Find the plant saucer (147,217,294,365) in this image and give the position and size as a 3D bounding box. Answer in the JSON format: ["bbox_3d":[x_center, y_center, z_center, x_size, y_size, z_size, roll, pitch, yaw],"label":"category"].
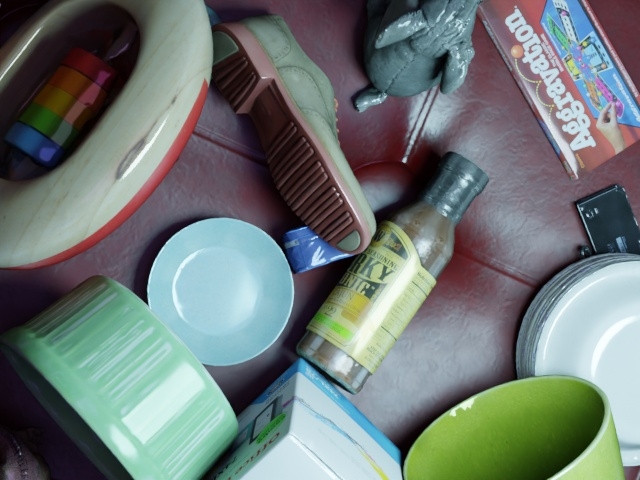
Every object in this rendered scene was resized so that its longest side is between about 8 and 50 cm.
[{"bbox_3d":[-0.133,0.067,1.972,0.195,0.037,0.195,0,90,-12],"label":"plant saucer"}]

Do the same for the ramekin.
[{"bbox_3d":[-0.239,0.186,1.822,0.148,0.303,0.303,-42,99,-17],"label":"ramekin"}]

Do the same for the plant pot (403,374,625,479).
[{"bbox_3d":[0.289,0.370,1.917,0.275,0.275,0.293,-29,110,-11],"label":"plant pot"}]

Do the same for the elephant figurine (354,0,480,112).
[{"bbox_3d":[0.142,-0.275,1.929,0.169,0.239,0.186,-8,92,-13],"label":"elephant figurine"}]

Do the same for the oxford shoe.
[{"bbox_3d":[-0.009,-0.149,1.938,0.130,0.123,0.348,-27,86,-37],"label":"oxford shoe"}]

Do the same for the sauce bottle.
[{"bbox_3d":[0.101,0.037,1.990,0.111,0.111,0.344,36,81,-10],"label":"sauce bottle"}]

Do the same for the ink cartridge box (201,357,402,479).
[{"bbox_3d":[-0.030,0.315,1.851,0.198,0.270,0.197,-44,99,11],"label":"ink cartridge box"}]

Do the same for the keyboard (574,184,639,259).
[{"bbox_3d":[0.409,0.023,2.102,0.108,0.023,0.180,-24,95,-17],"label":"keyboard"}]

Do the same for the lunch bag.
[{"bbox_3d":[0.000,0.000,1.985,0.098,0.067,0.065,-18,90,-13],"label":"lunch bag"}]

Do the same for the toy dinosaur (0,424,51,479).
[{"bbox_3d":[-0.367,0.331,1.836,0.127,0.200,0.296,-16,93,-12],"label":"toy dinosaur"}]

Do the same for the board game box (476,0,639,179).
[{"bbox_3d":[0.343,-0.241,2.084,0.145,0.027,0.281,-32,97,-9],"label":"board game box"}]

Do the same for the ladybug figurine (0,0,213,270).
[{"bbox_3d":[-0.292,-0.137,1.838,0.449,0.305,0.162,-52,144,-7],"label":"ladybug figurine"}]

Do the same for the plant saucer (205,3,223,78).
[{"bbox_3d":[-0.178,-0.262,1.969,0.119,0.021,0.119,0,91,-13],"label":"plant saucer"}]

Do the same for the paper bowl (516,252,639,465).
[{"bbox_3d":[0.419,0.165,2.025,0.284,0.148,0.284,-1,99,-10],"label":"paper bowl"}]
